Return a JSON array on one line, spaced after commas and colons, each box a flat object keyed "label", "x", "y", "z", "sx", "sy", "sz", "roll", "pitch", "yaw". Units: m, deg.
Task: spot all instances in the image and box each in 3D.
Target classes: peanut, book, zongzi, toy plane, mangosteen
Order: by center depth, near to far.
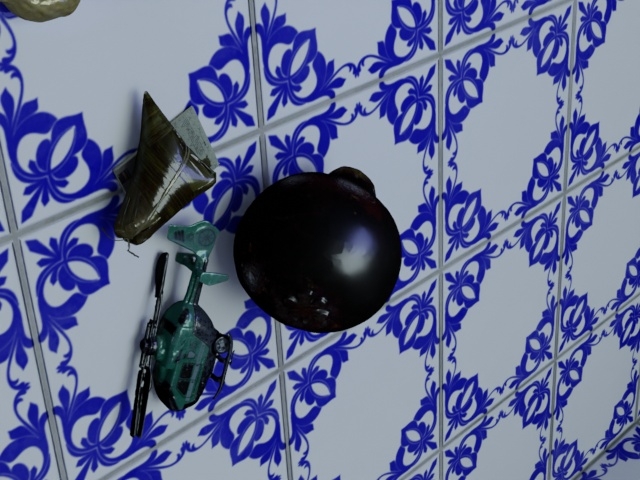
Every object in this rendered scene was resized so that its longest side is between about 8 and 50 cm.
[{"label": "peanut", "x": -0.395, "y": -0.338, "z": 1.477, "sx": 0.187, "sy": 0.082, "sz": 0.082, "roll": 20, "pitch": 92, "yaw": -51}, {"label": "zongzi", "x": -0.279, "y": -0.102, "z": 1.708, "sx": 0.187, "sy": 0.084, "sz": 0.184, "roll": -44, "pitch": 118, "yaw": -18}, {"label": "book", "x": -0.246, "y": -0.117, "z": 1.799, "sx": 0.181, "sy": 0.014, "sz": 0.127, "roll": -44, "pitch": 134, "yaw": -27}, {"label": "toy plane", "x": -0.228, "y": 0.147, "z": 1.880, "sx": 0.155, "sy": 0.106, "sz": 0.382, "roll": 5, "pitch": 109, "yaw": -38}, {"label": "mangosteen", "x": 0.008, "y": 0.006, "z": 1.936, "sx": 0.313, "sy": 0.297, "sz": 0.297, "roll": -53, "pitch": 139, "yaw": -24}]
